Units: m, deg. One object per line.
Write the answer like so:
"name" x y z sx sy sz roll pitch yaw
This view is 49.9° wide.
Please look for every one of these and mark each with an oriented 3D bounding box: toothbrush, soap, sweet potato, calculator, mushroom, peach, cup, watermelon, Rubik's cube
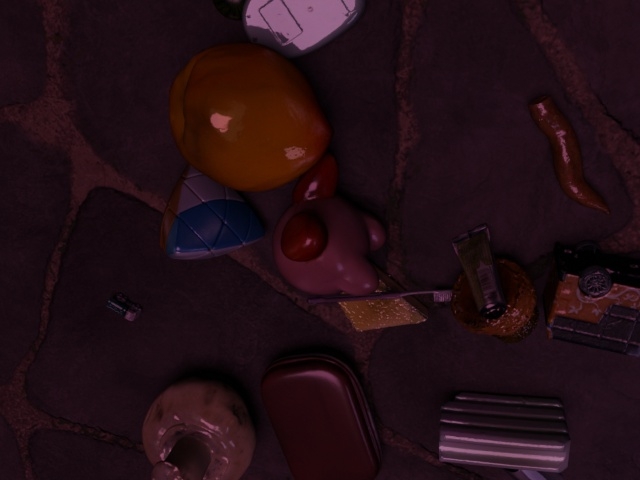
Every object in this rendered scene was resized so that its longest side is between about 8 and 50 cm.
"toothbrush" 0.140 0.128 1.530 0.353 0.024 0.029 -1 96 -15
"soap" 0.424 0.445 1.606 0.289 0.173 0.095 2 114 11
"sweet potato" 0.498 -0.162 1.389 0.067 0.059 0.281 -29 107 0
"calculator" -0.018 -0.475 1.349 0.295 0.042 0.184 -32 113 14
"mushroom" -0.322 0.518 1.709 0.314 0.336 0.315 3 105 12
"peach" -0.140 -0.240 1.378 0.307 0.289 0.289 5 119 -27
"cup" 0.520 0.543 1.677 0.128 0.095 0.129 -47 104 -14
"watermelon" -0.171 -0.492 1.383 0.105 0.062 0.106 2 119 3
"Rubik's cube" -0.239 -0.069 1.555 0.254 0.254 0.255 4 114 10

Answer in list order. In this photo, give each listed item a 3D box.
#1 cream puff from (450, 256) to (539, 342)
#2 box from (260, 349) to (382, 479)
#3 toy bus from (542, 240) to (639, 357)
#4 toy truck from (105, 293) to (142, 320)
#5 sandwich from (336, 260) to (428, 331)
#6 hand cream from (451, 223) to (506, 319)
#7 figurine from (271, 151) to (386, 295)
"cream puff" 0.397 0.150 1.508 0.183 0.183 0.169 -29 130 22
"box" 0.004 0.460 1.737 0.263 0.108 0.404 -11 110 17
"toy bus" 0.639 0.132 1.435 0.323 0.162 0.194 12 116 8
"toy truck" -0.502 0.172 1.753 0.083 0.044 0.039 31 119 -2
"sandwich" 0.130 0.161 1.611 0.193 0.058 0.162 38 117 -8
"hand cream" 0.339 0.068 1.442 0.086 0.235 0.055 -25 135 19
"figurine" -0.008 -0.003 1.473 0.211 0.270 0.261 -19 133 33
